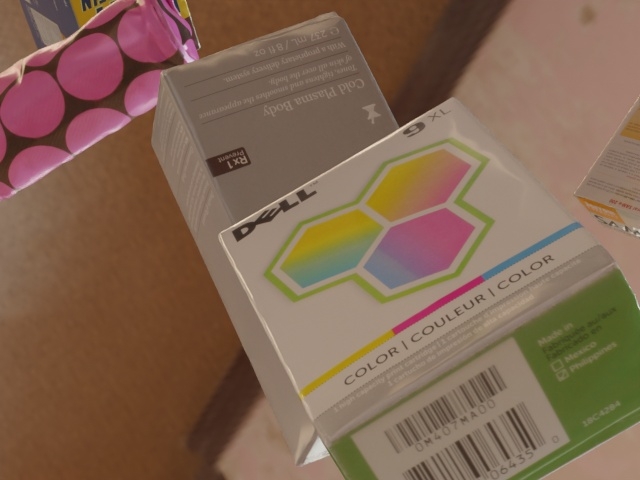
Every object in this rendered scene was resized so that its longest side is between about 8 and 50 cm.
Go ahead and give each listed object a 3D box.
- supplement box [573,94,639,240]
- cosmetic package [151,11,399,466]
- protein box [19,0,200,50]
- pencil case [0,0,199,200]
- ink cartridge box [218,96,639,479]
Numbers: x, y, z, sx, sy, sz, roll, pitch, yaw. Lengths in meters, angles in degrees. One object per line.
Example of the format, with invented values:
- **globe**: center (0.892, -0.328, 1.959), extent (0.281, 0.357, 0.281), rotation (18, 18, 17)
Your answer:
- **supplement box**: center (0.192, -0.047, 0.881), extent (0.036, 0.062, 0.098), rotation (41, 80, -37)
- **cosmetic package**: center (0.000, 0.000, 0.974), extent (0.127, 0.238, 0.107), rotation (-21, 159, -19)
- **protein box**: center (-0.269, -0.309, 1.917), extent (0.136, 0.201, 0.200), rotation (-29, 124, -20)
- **pencil case**: center (-0.188, -0.115, 1.216), extent (0.209, 0.098, 0.095), rotation (-27, 114, 12)
- **ink cartridge box**: center (0.031, 0.012, 0.601), extent (0.109, 0.209, 0.062), rotation (-30, 120, -1)
